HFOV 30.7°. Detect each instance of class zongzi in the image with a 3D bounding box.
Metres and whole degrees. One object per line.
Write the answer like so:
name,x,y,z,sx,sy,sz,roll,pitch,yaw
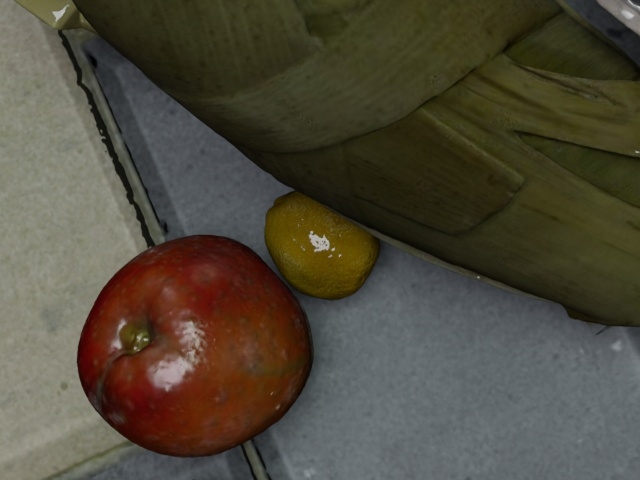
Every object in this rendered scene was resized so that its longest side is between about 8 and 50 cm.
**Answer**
zongzi,0.094,-0.048,0.715,0.500,0.467,0.218,34,111,7

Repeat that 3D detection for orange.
orange,0.000,0.000,0.906,0.095,0.085,0.085,39,90,12

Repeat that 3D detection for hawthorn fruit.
hawthorn fruit,-0.097,0.082,0.865,0.172,0.173,0.173,-1,85,7

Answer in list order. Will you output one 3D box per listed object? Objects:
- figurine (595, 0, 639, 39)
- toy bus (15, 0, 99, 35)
figurine,0.333,-0.253,0.779,0.361,0.211,0.253,-7,65,-24
toy bus,-0.110,-0.317,0.853,0.177,0.202,0.365,35,113,9
